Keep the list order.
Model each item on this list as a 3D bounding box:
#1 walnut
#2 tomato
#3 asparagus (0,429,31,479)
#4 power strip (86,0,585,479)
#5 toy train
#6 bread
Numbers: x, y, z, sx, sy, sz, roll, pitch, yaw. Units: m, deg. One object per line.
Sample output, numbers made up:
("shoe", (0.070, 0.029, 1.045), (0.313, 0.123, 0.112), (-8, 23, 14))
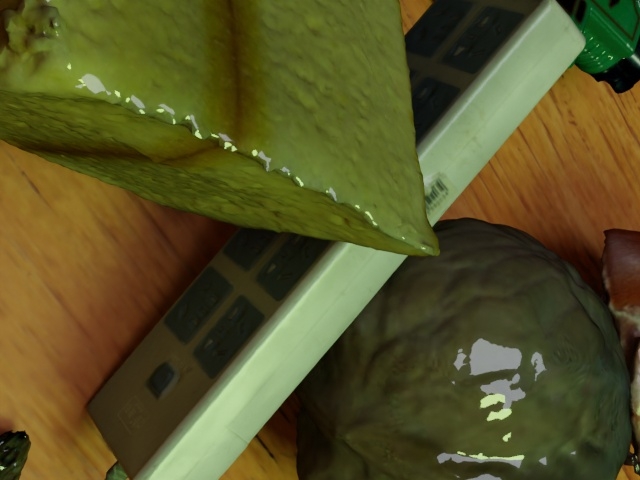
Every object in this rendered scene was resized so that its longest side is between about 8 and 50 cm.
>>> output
("walnut", (0.082, 0.092, 0.726), (0.224, 0.224, 0.224), (-1, 92, -37))
("tomato", (0.264, 0.080, 0.855), (0.228, 0.112, 0.199), (-47, 124, -71))
("asparagus", (-0.207, 0.160, 0.622), (0.165, 0.030, 0.036), (-47, 108, -26))
("power strip", (0.000, 0.000, 0.668), (0.367, 0.106, 0.043), (-50, 120, -4))
("toy train", (0.181, -0.181, 0.852), (0.227, 0.091, 0.136), (35, 69, -38))
("bread", (-0.049, -0.203, 0.602), (0.233, 0.245, 0.362), (23, 80, -37))
